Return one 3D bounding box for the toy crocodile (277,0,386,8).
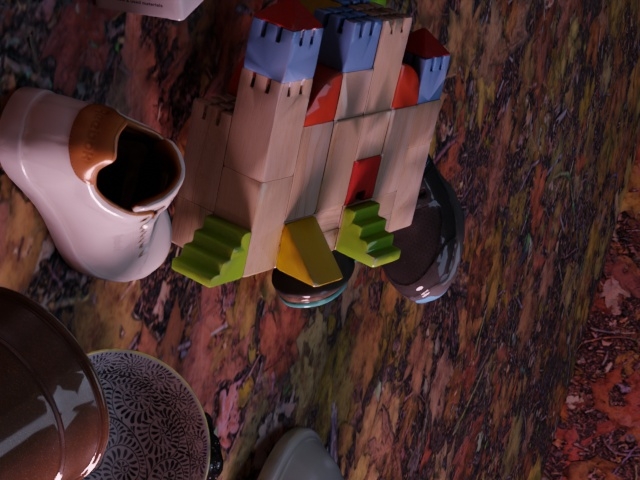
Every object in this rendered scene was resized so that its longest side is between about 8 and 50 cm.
[{"bbox_3d":[0.008,-0.277,1.710,0.340,0.105,0.115,-25,121,-72],"label":"toy crocodile"}]

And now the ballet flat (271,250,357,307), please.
[{"bbox_3d":[0.000,0.000,1.849,0.280,0.095,0.096,-48,135,-73],"label":"ballet flat"}]

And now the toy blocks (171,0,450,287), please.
[{"bbox_3d":[0.002,-0.126,1.542,0.381,0.190,0.261,-16,125,-52],"label":"toy blocks"}]

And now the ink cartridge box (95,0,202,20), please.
[{"bbox_3d":[-0.128,-0.312,1.311,0.153,0.086,0.208,-54,149,-50],"label":"ink cartridge box"}]

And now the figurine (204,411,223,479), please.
[{"bbox_3d":[-0.164,0.267,1.501,0.215,0.092,0.210,13,75,-60],"label":"figurine"}]

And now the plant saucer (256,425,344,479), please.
[{"bbox_3d":[-0.020,0.435,1.946,0.400,0.100,0.401,10,90,-76],"label":"plant saucer"}]

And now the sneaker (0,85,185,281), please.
[{"bbox_3d":[-0.161,-0.029,1.322,0.290,0.123,0.106,55,48,-66],"label":"sneaker"}]

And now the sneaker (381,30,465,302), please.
[{"bbox_3d":[0.072,-0.091,1.866,0.139,0.125,0.341,1,73,-52],"label":"sneaker"}]

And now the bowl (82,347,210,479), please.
[{"bbox_3d":[-0.188,0.183,1.377,0.080,0.170,0.170,-21,-132,61],"label":"bowl"}]

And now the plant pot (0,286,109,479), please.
[{"bbox_3d":[-0.263,0.140,1.095,0.165,0.167,0.167,-39,137,-49],"label":"plant pot"}]
